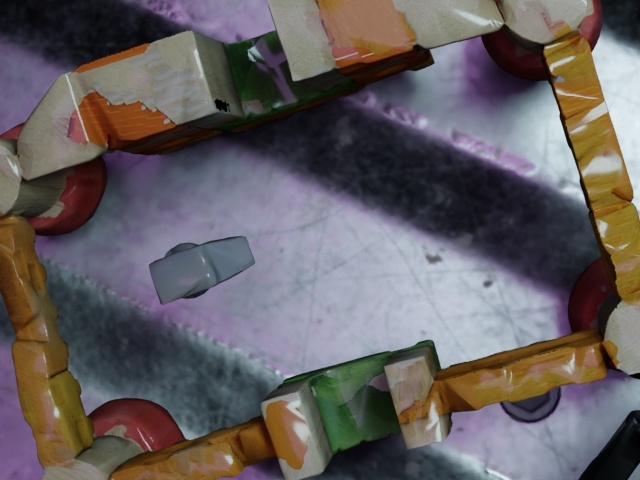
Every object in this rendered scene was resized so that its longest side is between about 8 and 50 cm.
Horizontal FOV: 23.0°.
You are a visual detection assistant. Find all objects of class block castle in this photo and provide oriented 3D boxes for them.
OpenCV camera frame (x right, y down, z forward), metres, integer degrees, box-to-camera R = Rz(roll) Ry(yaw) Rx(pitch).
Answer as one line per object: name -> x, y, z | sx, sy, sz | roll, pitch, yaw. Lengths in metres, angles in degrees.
block castle -> 0.000, 0.000, 1.060 | 0.453, 0.213, 0.303 | -17, 91, 8

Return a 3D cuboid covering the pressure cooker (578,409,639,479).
pressure cooker -> 0.313, 0.250, 0.905 | 0.375, 0.370, 0.420 | 31, 99, -16
